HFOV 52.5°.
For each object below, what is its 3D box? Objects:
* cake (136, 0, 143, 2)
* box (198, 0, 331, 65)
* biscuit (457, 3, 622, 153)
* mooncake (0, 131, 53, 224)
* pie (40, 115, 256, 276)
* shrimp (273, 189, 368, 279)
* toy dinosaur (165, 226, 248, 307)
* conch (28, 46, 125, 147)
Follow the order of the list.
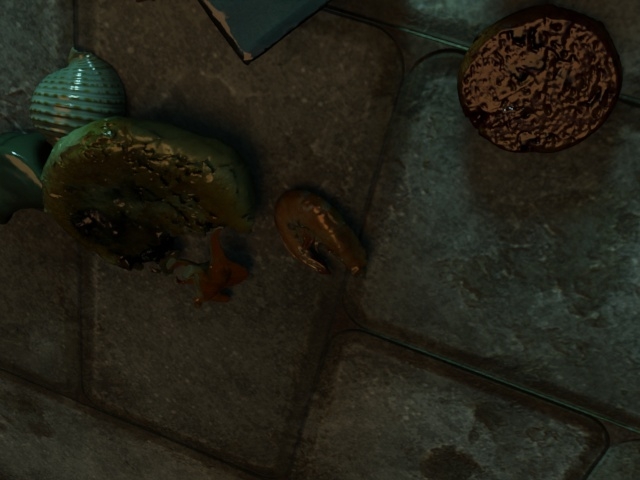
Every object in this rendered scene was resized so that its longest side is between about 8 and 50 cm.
[{"bbox_3d":[-0.243,-0.422,0.800,0.113,0.116,0.295,-27,108,31],"label":"cake"},{"bbox_3d":[-0.079,-0.384,0.651,0.251,0.204,0.345,-36,105,3],"label":"box"},{"bbox_3d":[0.266,-0.194,0.797,0.192,0.049,0.192,6,122,9],"label":"biscuit"},{"bbox_3d":[-0.510,-0.102,1.107,0.175,0.104,0.168,17,121,7],"label":"mooncake"},{"bbox_3d":[-0.277,-0.067,1.017,0.371,0.078,0.296,-26,128,35],"label":"pie"},{"bbox_3d":[0.003,-0.003,1.020,0.187,0.051,0.132,48,143,-5],"label":"shrimp"},{"bbox_3d":[-0.169,0.058,1.068,0.142,0.057,0.212,19,145,-38],"label":"toy dinosaur"},{"bbox_3d":[-0.377,-0.204,1.000,0.135,0.102,0.153,21,126,-11],"label":"conch"}]
